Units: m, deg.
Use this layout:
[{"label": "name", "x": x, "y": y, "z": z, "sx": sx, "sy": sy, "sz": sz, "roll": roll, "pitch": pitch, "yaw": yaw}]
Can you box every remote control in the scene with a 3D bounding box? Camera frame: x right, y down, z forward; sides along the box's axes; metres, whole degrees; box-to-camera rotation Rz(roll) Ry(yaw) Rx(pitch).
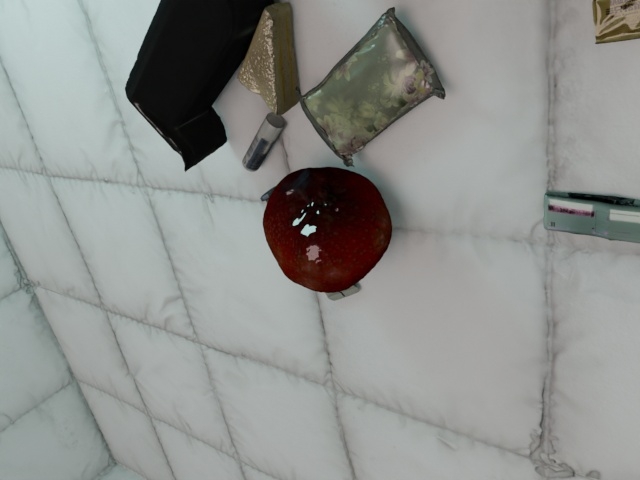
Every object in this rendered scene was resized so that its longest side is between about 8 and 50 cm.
[{"label": "remote control", "x": 0.400, "y": -0.032, "z": 0.816, "sx": 0.166, "sy": 0.029, "sz": 0.065, "roll": 11, "pitch": 125, "yaw": 35}]

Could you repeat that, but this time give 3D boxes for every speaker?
[{"label": "speaker", "x": -0.196, "y": -0.319, "z": 1.028, "sx": 0.184, "sy": 0.180, "sz": 0.388, "roll": 45, "pitch": 138, "yaw": -4}]

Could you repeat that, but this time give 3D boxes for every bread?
[{"label": "bread", "x": -0.066, "y": -0.310, "z": 0.985, "sx": 0.105, "sy": 0.077, "sz": 0.152, "roll": 40, "pitch": 133, "yaw": 6}]

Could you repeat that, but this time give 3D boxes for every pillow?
[{"label": "pillow", "x": 0.078, "y": -0.237, "z": 0.929, "sx": 0.255, "sy": 0.059, "sz": 0.169, "roll": -30, "pitch": 97, "yaw": 45}]

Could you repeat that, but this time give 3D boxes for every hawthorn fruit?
[{"label": "hawthorn fruit", "x": 0.000, "y": 0.000, "z": 1.051, "sx": 0.230, "sy": 0.210, "sz": 0.266, "roll": 38, "pitch": 141, "yaw": 17}]

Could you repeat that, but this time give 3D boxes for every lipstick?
[{"label": "lipstick", "x": -0.115, "y": -0.190, "z": 1.135, "sx": 0.040, "sy": 0.040, "sz": 0.141, "roll": 46, "pitch": 136, "yaw": 6}]

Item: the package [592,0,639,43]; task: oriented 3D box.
[{"label": "package", "x": 0.352, "y": -0.297, "z": 0.664, "sx": 0.071, "sy": 0.047, "sz": 0.131, "roll": 2, "pitch": 117, "yaw": 42}]

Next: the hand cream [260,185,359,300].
[{"label": "hand cream", "x": -0.026, "y": 0.010, "z": 1.191, "sx": 0.095, "sy": 0.059, "sz": 0.276, "roll": -25, "pitch": 105, "yaw": 45}]
